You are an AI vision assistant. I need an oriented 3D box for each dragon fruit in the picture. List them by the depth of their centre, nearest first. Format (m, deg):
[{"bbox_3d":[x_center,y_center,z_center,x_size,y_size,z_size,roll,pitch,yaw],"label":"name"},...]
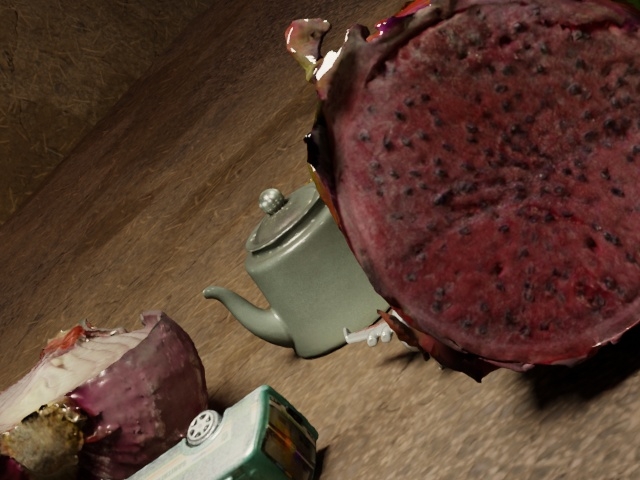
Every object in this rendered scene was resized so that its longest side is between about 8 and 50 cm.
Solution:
[{"bbox_3d":[0.153,-0.073,1.319,0.296,0.314,0.263,-28,1,13],"label":"dragon fruit"}]

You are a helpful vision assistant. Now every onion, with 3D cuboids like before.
[{"bbox_3d":[-0.220,0.183,1.722,0.267,0.159,0.348,-28,10,5],"label":"onion"}]

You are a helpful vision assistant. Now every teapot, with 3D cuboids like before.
[{"bbox_3d":[0.000,0.000,1.701,0.239,0.149,0.162,-42,14,-2],"label":"teapot"}]

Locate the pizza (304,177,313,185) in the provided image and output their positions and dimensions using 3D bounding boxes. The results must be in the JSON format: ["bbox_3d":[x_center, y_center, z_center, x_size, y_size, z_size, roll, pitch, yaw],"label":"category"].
[{"bbox_3d":[-0.003,0.002,1.851,0.131,0.041,0.178,0,53,43],"label":"pizza"}]

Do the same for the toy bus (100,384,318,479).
[{"bbox_3d":[-0.120,0.230,1.482,0.262,0.091,0.109,-37,26,20],"label":"toy bus"}]

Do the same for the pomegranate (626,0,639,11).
[{"bbox_3d":[0.203,-0.171,1.612,0.236,0.236,0.301,-63,-7,-53],"label":"pomegranate"}]

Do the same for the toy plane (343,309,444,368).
[{"bbox_3d":[0.087,0.057,1.491,0.162,0.065,0.171,-35,18,18],"label":"toy plane"}]
